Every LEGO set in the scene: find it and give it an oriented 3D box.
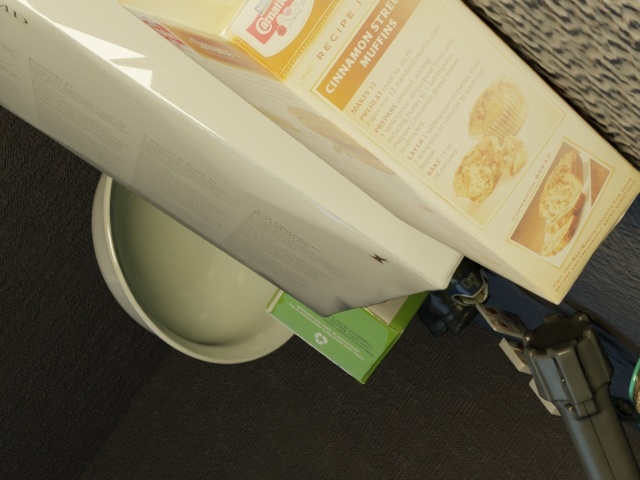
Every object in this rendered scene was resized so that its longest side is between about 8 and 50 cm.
[{"bbox_3d":[0.299,0.169,1.249,0.244,0.060,0.182,17,-153,-37],"label":"LEGO set"}]

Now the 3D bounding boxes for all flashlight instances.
[{"bbox_3d":[0.297,0.218,1.088,0.103,0.103,0.304,-6,114,51],"label":"flashlight"}]

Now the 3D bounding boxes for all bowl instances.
[{"bbox_3d":[-0.141,-0.010,1.157,0.298,0.297,0.134,36,152,-32],"label":"bowl"}]

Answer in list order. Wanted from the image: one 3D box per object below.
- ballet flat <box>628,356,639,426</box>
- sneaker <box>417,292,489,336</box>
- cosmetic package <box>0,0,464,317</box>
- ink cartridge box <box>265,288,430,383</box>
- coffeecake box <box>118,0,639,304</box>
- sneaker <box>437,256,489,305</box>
[{"bbox_3d":[0.312,0.142,0.907,0.067,0.073,0.206,19,176,24],"label":"ballet flat"},{"bbox_3d":[0.206,0.092,1.818,0.130,0.109,0.286,41,170,2],"label":"sneaker"},{"bbox_3d":[-0.096,-0.093,0.676,0.377,0.097,0.284,34,169,-7],"label":"cosmetic package"},{"bbox_3d":[0.000,0.000,1.115,0.255,0.097,0.189,35,-140,5],"label":"ink cartridge box"},{"bbox_3d":[0.022,-0.065,0.440,0.185,0.068,0.142,35,180,-30],"label":"coffeecake box"},{"bbox_3d":[0.176,0.054,1.338,0.086,0.064,0.192,40,177,13],"label":"sneaker"}]
